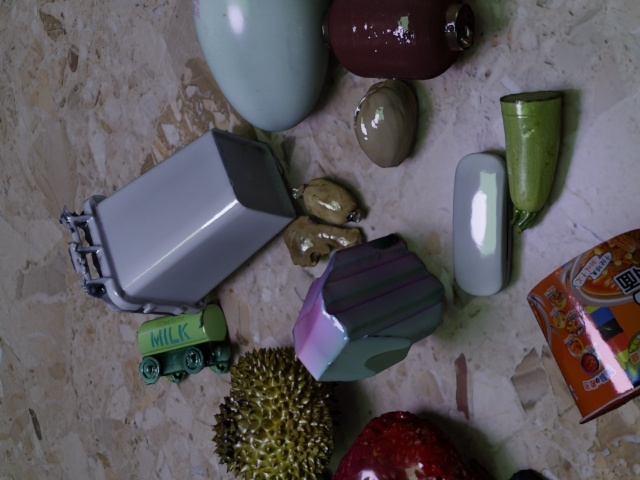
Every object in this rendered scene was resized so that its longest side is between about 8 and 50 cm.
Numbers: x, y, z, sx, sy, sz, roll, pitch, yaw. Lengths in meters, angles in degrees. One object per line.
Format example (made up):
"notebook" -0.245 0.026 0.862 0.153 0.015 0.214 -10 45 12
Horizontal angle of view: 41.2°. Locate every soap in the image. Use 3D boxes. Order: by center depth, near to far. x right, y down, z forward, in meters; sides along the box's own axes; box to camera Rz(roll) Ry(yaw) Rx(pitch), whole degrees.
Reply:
"soap" 0.075 0.110 1.373 0.193 0.323 0.109 49 121 17

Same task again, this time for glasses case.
"glasses case" 0.261 -0.025 1.376 0.092 0.059 0.234 4 102 36

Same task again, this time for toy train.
"toy train" -0.292 0.216 1.803 0.253 0.105 0.157 -17 76 37

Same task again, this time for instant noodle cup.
"instant noodle cup" 0.424 0.114 1.193 0.250 0.250 0.192 -41 66 34

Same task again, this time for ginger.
"ginger" -0.003 0.008 1.565 0.165 0.067 0.096 13 84 33

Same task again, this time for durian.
"durian" -0.083 0.321 1.585 0.258 0.258 0.293 -51 27 31

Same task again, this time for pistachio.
"pistachio" 0.110 -0.194 1.430 0.113 0.113 0.149 10 120 34

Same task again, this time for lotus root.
"lotus root" 0.010 -0.073 1.543 0.152 0.063 0.072 21 113 28

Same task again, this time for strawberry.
"strawberry" 0.151 0.413 1.458 0.274 0.220 0.274 5 129 7

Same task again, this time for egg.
"egg" -0.096 -0.363 1.450 0.230 0.230 0.371 10 122 34

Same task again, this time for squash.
"squash" 0.316 -0.117 1.310 0.094 0.094 0.224 11 112 33

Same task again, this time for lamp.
"lamp" 0.127 -0.343 1.348 0.258 0.180 0.180 9 104 32

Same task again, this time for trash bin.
"trash bin" -0.261 -0.035 1.601 0.367 0.296 0.256 -33 64 27

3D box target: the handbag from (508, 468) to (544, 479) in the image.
"handbag" 0.374 0.541 1.401 0.275 0.088 0.244 40 116 24

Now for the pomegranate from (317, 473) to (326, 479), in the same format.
"pomegranate" 0.028 0.571 1.617 0.159 0.241 0.190 -19 113 3
